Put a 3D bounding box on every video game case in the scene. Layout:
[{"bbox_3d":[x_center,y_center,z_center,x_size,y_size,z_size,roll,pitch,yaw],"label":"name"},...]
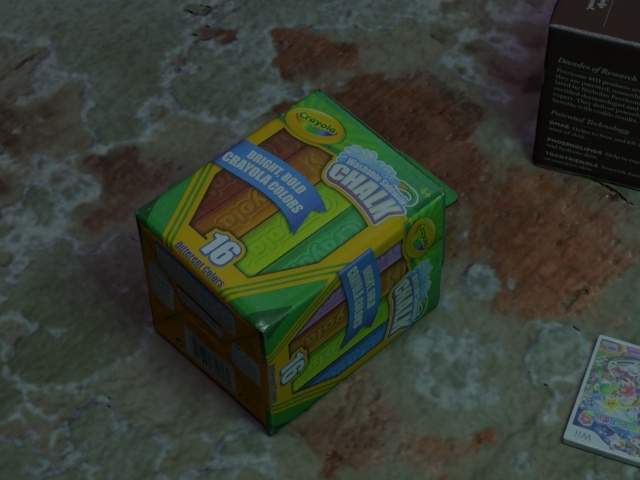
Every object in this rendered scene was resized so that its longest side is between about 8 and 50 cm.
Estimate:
[{"bbox_3d":[0.281,0.147,1.461,0.087,0.011,0.122,17,55,14],"label":"video game case"}]

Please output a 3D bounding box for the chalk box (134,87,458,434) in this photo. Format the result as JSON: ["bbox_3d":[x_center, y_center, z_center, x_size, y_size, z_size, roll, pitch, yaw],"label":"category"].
[{"bbox_3d":[0.000,0.000,1.480,0.289,0.179,0.180,-38,60,-24],"label":"chalk box"}]

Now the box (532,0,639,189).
[{"bbox_3d":[0.319,-0.179,1.594,0.167,0.203,0.168,15,53,14],"label":"box"}]
